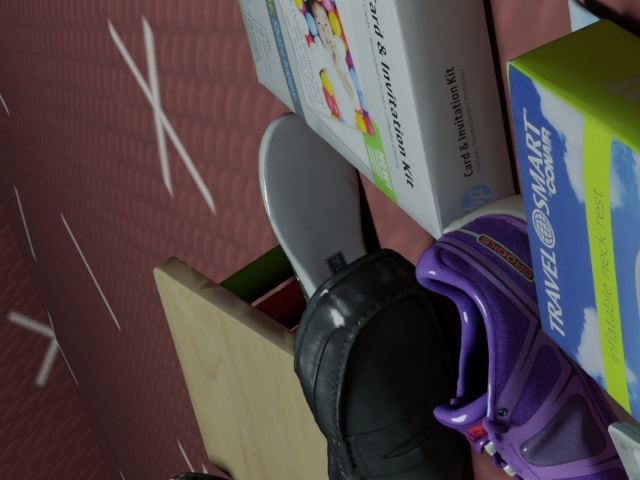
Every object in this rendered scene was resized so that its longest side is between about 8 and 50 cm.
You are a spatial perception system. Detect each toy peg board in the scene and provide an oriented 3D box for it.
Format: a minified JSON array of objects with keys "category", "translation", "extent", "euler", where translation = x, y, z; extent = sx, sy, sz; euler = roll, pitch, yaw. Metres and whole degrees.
[{"category":"toy peg board","translation":[-0.004,0.088,0.949],"extent":[0.160,0.079,0.161],"euler":[29,143,42]}]

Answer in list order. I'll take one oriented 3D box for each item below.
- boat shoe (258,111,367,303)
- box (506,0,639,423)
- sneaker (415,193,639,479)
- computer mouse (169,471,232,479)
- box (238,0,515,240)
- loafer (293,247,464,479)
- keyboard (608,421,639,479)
[{"category":"boat shoe","translation":[0.000,0.000,0.819],"extent":[0.040,0.049,0.142],"euler":[34,146,65]},{"category":"box","translation":[0.110,0.012,0.463],"extent":[0.178,0.042,0.109],"euler":[47,155,51]},{"category":"sneaker","translation":[0.081,0.070,0.591],"extent":[0.170,0.071,0.068],"euler":[66,165,0]},{"category":"computer mouse","translation":[0.024,0.229,0.967],"extent":[0.188,0.072,0.272],"euler":[31,-170,-34]},{"category":"box","translation":[0.010,-0.100,0.656],"extent":[0.186,0.038,0.145],"euler":[45,154,53]},{"category":"loafer","translation":[0.038,0.086,0.773],"extent":[0.078,0.076,0.223],"euler":[49,162,32]},{"category":"keyboard","translation":[0.150,0.161,0.509],"extent":[0.256,0.014,0.072],"euler":[63,170,-31]}]
